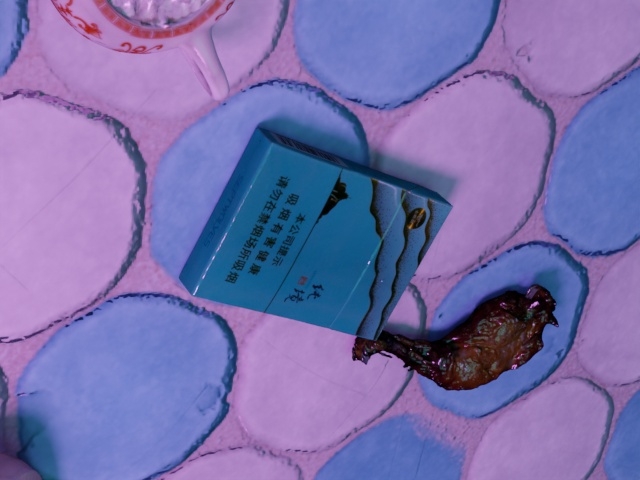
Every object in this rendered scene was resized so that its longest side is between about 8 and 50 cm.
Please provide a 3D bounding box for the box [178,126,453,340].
[{"bbox_3d":[0.000,0.000,1.150,0.226,0.042,0.161,17,110,-38],"label":"box"}]

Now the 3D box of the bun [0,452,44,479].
[{"bbox_3d":[-0.310,0.266,1.065,0.119,0.173,0.173,4,124,7],"label":"bun"}]

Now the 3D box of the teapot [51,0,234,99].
[{"bbox_3d":[-0.121,-0.206,0.896,0.159,0.116,0.245,-45,131,-16],"label":"teapot"}]

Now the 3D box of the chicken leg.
[{"bbox_3d":[0.146,0.110,1.310,0.253,0.051,0.106,-11,118,-25],"label":"chicken leg"}]
